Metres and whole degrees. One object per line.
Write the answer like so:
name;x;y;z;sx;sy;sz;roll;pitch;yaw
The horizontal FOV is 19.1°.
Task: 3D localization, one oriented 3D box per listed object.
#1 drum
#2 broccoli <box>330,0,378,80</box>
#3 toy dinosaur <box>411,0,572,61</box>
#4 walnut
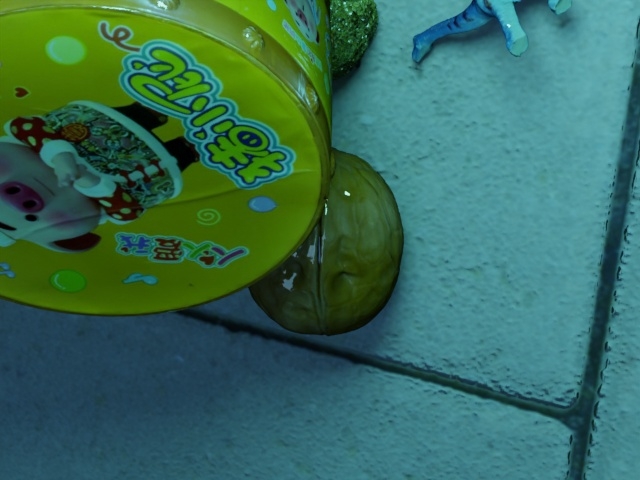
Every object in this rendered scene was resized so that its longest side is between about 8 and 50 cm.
drum;-0.191;-0.132;1.682;0.431;0.214;0.431;0;140;0
broccoli;-0.007;-0.213;1.838;0.120;0.131;0.130;54;150;40
toy dinosaur;0.184;-0.263;1.736;0.144;0.076;0.329;51;133;34
walnut;0.000;0.000;1.910;0.167;0.167;0.207;10;120;21
